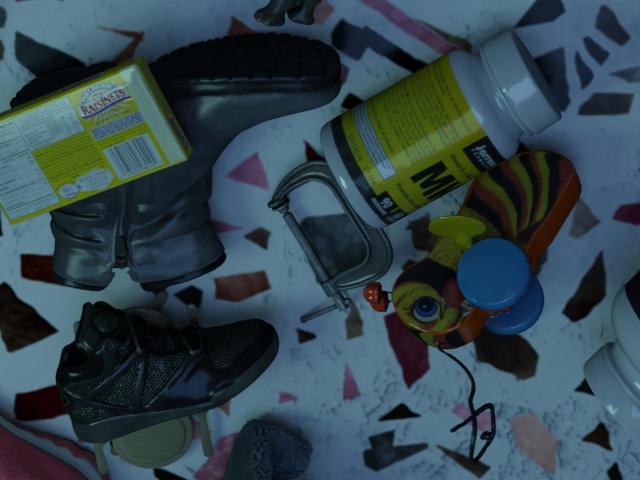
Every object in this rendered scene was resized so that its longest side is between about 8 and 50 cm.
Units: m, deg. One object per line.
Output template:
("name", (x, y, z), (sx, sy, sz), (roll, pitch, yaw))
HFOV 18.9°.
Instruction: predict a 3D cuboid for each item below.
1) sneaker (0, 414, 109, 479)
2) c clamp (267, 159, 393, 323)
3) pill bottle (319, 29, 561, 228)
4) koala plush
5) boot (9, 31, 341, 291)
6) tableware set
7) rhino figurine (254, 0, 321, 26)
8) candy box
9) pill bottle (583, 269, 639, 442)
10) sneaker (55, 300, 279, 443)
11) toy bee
("sneaker", (-0.365, 0.227, 1.991), (0.314, 0.136, 0.116), (26, 110, -7))
("c clamp", (0.000, 0.000, 1.925), (0.137, 0.022, 0.160), (-18, 106, 31))
("pill bottle", (0.115, -0.108, 1.836), (0.208, 0.119, 0.119), (-29, 108, 14))
("koala plush", (-0.030, 0.341, 2.004), (0.221, 0.203, 0.196), (34, 113, -24))
("boot", (-0.121, -0.071, 1.881), (0.338, 0.118, 0.222), (-6, 115, 17))
("tableware set", (-0.184, 0.149, 2.003), (0.128, 0.039, 0.194), (-8, 118, -6))
("rhino figurine", (-0.104, -0.286, 1.802), (0.243, 0.073, 0.106), (21, 116, -4))
("candy box", (-0.232, -0.092, 1.814), (0.206, 0.027, 0.105), (-19, 110, 23))
("pill bottle", (0.409, 0.057, 1.854), (0.181, 0.181, 0.323), (39, 109, -12))
("sneaker", (-0.159, 0.110, 1.916), (0.228, 0.087, 0.130), (-18, 125, 5))
("toy bee", (0.129, 0.036, 1.852), (0.162, 0.298, 0.195), (17, 143, 21))
